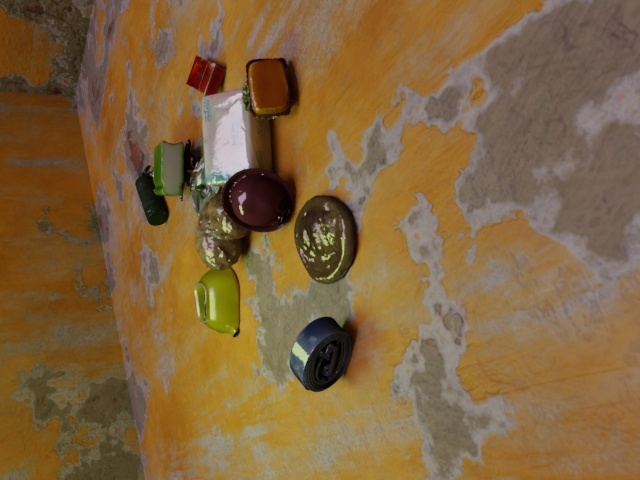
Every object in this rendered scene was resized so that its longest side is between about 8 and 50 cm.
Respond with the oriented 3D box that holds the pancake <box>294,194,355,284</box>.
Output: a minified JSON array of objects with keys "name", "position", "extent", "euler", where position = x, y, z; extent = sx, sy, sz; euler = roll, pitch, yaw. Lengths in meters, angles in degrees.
[{"name":"pancake","position":[0.000,0.000,1.259],"extent":[0.242,0.050,0.241],"euler":[11,104,55]}]

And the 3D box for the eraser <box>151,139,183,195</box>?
[{"name":"eraser","position":[-0.595,-0.274,1.930],"extent":[0.274,0.092,0.209],"euler":[-174,85,-65]}]

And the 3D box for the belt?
[{"name":"belt","position":[-0.001,0.282,1.218],"extent":[0.082,0.142,0.190],"euler":[41,129,46]}]

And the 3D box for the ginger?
[{"name":"ginger","position":[-0.304,-0.052,1.581],"extent":[0.304,0.156,0.244],"euler":[129,142,-52]}]

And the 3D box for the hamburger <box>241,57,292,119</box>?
[{"name":"hamburger","position":[-0.146,-0.412,1.349],"extent":[0.087,0.137,0.165],"euler":[152,113,-86]}]

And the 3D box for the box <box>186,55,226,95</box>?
[{"name":"box","position":[-0.403,-0.572,1.729],"extent":[0.175,0.048,0.112],"euler":[37,107,46]}]

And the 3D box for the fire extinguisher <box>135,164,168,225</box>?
[{"name":"fire extinguisher","position":[-0.792,-0.218,2.310],"extent":[0.115,0.095,0.311],"euler":[-36,60,9]}]

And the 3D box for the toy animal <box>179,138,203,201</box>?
[{"name":"toy animal","position":[-0.501,-0.275,1.897],"extent":[0.243,0.087,0.259],"euler":[58,140,30]}]

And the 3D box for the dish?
[{"name":"dish","position":[-0.383,0.221,1.776],"extent":[0.221,0.109,0.262],"euler":[0,94,55]}]

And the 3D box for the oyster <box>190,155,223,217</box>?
[{"name":"oyster","position":[-0.385,-0.165,1.746],"extent":[0.199,0.087,0.251],"euler":[-30,87,32]}]

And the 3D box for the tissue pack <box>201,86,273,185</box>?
[{"name":"tissue pack","position":[-0.249,-0.299,1.470],"extent":[0.202,0.124,0.270],"euler":[-1,93,28]}]

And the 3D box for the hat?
[{"name":"hat","position":[-0.177,-0.103,1.373],"extent":[0.089,0.206,0.205],"euler":[-81,6,-64]}]
